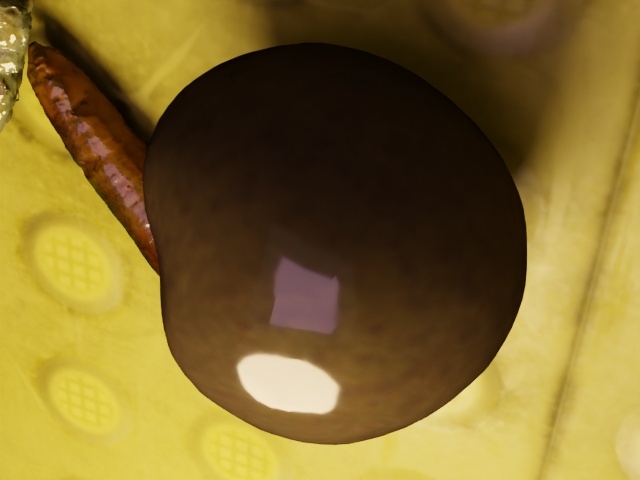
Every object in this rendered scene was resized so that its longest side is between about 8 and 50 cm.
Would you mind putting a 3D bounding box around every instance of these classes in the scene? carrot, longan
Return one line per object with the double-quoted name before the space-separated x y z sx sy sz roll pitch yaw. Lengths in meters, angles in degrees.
"carrot" -0.119 -0.018 0.808 0.066 0.066 0.314 -26 103 36
"longan" 0.000 0.000 0.655 0.248 0.248 0.248 13 125 18

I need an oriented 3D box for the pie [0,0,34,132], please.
"pie" -0.280 -0.162 0.763 0.201 0.090 0.248 39 129 6
